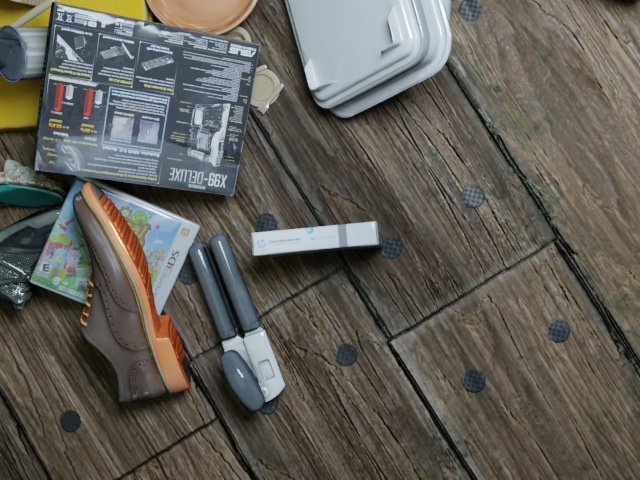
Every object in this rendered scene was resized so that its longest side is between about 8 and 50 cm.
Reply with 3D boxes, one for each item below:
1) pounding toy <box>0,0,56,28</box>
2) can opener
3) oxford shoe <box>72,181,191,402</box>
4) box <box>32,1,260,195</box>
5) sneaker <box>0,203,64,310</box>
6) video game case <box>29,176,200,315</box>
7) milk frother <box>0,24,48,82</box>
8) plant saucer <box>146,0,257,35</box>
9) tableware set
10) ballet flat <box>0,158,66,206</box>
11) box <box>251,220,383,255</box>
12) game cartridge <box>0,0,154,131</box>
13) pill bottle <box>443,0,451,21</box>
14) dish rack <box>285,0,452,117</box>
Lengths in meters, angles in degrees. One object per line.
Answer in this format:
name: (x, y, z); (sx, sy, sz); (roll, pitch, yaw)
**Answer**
pounding toy: (-0.487, -0.408, 1.308); (0.181, 0.094, 0.206); (18, 102, 3)
can opener: (-0.138, 0.130, 1.305); (0.076, 0.095, 0.283); (-21, 89, 6)
oxford shoe: (-0.322, 0.091, 1.269); (0.132, 0.130, 0.364); (-20, 102, -2)
box: (-0.262, -0.208, 1.243); (0.307, 0.076, 0.242); (6, 104, -22)
sneaker: (-0.479, 0.028, 1.356); (0.227, 0.087, 0.130); (-31, 104, -5)
video game case: (-0.331, 0.020, 1.330); (0.212, 0.023, 0.193); (24, 93, -13)
milk frother: (-0.419, -0.253, 1.271); (0.129, 0.134, 0.143); (-35, 79, 40)
plant saucer: (-0.187, -0.425, 1.317); (0.200, 0.037, 0.200); (0, 94, 6)
tableware set: (-0.153, -0.267, 1.344); (0.141, 0.020, 0.169); (-34, 86, 6)
ballet flat: (-0.541, -0.096, 1.364); (0.241, 0.091, 0.077); (-4, 67, 3)
box: (0.000, 0.000, 1.264); (0.186, 0.145, 0.038); (-6, 87, 7)
game cartridge: (-0.435, -0.332, 1.368); (0.323, 0.052, 0.285); (-4, 90, 9)
pill bottle: (0.145, -0.464, 1.241); (0.152, 0.152, 0.272); (3, 90, 7)
dish rack: (0.037, -0.368, 1.210); (0.285, 0.072, 0.333); (-18, 86, 51)
